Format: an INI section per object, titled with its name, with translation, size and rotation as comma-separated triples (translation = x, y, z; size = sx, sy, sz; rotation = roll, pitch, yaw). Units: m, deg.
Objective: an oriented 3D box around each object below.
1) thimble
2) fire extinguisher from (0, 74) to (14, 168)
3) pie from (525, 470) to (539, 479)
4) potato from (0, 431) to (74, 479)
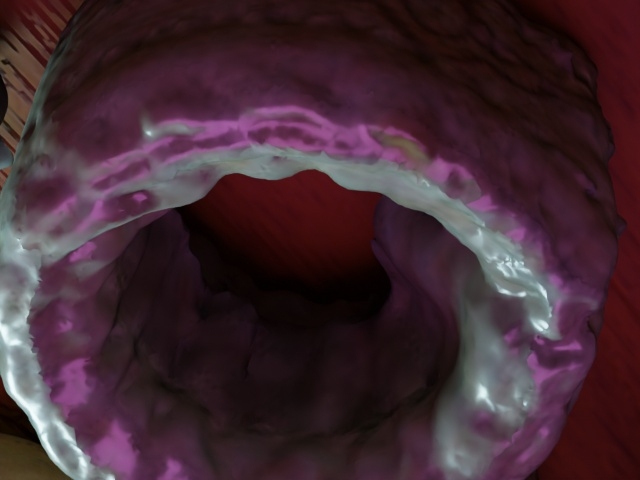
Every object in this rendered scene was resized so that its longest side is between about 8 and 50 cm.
[thimble]
translation = 0.000, 0.000, 0.922
size = 0.291, 0.195, 0.292
rotation = 3, 124, 4
[fire extinguisher]
translation = -0.219, -0.109, 0.920
size = 0.104, 0.105, 0.269
rotation = -11, 123, 11
[pie]
translation = 0.030, 0.156, 1.094
size = 0.193, 0.079, 0.163
rotation = -8, 128, 6
[potato]
translation = -0.170, 0.182, 1.092
size = 0.161, 0.128, 0.235
rotation = -37, 112, 19
